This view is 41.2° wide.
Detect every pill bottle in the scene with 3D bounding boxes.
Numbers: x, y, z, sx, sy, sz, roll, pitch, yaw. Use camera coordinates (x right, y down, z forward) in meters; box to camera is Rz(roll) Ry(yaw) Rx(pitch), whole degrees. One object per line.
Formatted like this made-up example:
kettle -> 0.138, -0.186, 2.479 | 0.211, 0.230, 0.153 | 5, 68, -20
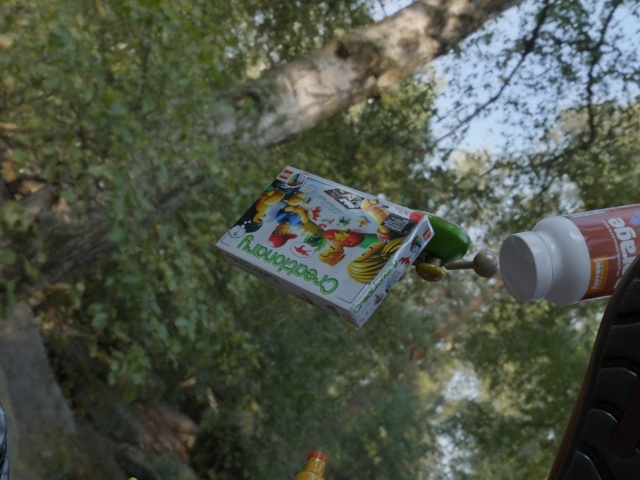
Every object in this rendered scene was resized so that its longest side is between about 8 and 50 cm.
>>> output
pill bottle -> 0.358, 0.022, 1.150 | 0.121, 0.216, 0.121 | 171, -90, -71

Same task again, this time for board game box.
board game box -> 0.000, 0.000, 1.331 | 0.305, 0.193, 0.053 | 22, -26, 40

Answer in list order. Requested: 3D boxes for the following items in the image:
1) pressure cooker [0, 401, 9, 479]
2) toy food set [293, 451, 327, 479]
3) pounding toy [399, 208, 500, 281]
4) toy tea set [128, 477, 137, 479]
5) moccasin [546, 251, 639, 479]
pressure cooker -> -0.621, 0.329, 1.128 | 0.370, 0.375, 0.420 | 29, -70, 20
toy food set -> 0.062, 0.348, 0.985 | 0.232, 0.104, 0.111 | 25, -52, -1
pounding toy -> 0.197, 0.039, 1.578 | 0.237, 0.110, 0.183 | 26, -20, -25
toy tea set -> -0.273, 0.591, 1.544 | 0.336, 0.124, 0.200 | 37, -60, 29
moccasin -> 0.287, 0.121, 0.665 | 0.139, 0.147, 0.380 | 22, -78, 33
